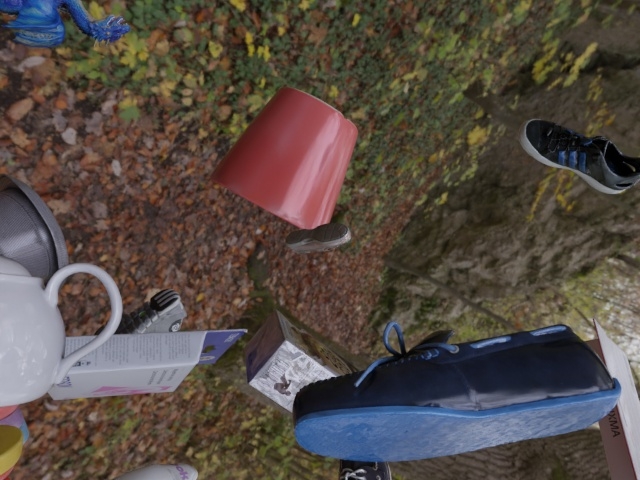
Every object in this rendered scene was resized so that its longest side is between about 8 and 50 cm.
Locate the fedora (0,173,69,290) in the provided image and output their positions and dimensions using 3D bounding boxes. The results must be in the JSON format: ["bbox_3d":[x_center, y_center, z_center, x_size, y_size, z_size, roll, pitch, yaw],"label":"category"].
[{"bbox_3d":[-0.595,0.005,0.910,0.124,0.275,0.244,-31,126,-46],"label":"fedora"}]

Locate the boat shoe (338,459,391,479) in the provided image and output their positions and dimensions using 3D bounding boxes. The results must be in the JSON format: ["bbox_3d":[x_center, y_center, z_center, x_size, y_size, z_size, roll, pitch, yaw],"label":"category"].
[{"bbox_3d":[0.060,0.349,0.682,0.206,0.075,0.065,-95,164,-51],"label":"boat shoe"}]

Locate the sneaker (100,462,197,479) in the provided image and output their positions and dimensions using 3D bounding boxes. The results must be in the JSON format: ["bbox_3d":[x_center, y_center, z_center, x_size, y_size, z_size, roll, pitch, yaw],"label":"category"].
[{"bbox_3d":[-0.150,0.361,0.441,0.152,0.114,0.306,3,84,-57],"label":"sneaker"}]

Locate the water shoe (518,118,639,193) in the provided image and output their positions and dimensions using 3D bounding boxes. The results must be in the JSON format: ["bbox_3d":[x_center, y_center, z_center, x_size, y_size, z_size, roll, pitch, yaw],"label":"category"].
[{"bbox_3d":[0.422,-0.150,0.782,0.073,0.203,0.080,-65,-178,-19],"label":"water shoe"}]

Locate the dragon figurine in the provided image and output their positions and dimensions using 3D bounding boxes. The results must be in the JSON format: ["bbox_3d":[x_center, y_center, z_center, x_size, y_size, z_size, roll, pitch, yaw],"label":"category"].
[{"bbox_3d":[-0.467,-0.367,0.784,0.085,0.289,0.144,-169,-116,-70],"label":"dragon figurine"}]

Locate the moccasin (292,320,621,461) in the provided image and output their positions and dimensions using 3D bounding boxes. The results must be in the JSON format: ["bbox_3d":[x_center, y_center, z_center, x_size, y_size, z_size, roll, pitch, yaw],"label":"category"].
[{"bbox_3d":[0.137,0.161,0.535,0.138,0.341,0.117,98,-13,-45],"label":"moccasin"}]

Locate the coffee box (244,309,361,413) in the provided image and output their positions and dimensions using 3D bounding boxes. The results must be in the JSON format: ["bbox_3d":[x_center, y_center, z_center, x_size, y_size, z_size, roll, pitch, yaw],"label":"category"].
[{"bbox_3d":[-0.007,0.298,1.026,0.119,0.297,0.168,-50,-163,3],"label":"coffee box"}]

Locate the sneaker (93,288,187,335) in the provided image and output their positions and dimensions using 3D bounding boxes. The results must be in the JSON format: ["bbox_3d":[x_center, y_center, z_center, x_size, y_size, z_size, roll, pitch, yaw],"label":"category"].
[{"bbox_3d":[-0.428,0.227,1.194,0.228,0.086,0.132,-31,137,-15],"label":"sneaker"}]

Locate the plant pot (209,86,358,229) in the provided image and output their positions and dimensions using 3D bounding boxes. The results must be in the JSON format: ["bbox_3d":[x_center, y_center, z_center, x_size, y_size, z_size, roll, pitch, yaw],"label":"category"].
[{"bbox_3d":[-0.059,-0.170,1.042,0.243,0.274,0.275,-62,171,0],"label":"plant pot"}]

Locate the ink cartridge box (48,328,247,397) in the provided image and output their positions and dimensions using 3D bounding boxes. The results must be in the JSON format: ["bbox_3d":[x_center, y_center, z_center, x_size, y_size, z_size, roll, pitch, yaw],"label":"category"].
[{"bbox_3d":[-0.332,0.239,0.913,0.324,0.329,0.072,132,-44,-58],"label":"ink cartridge box"}]

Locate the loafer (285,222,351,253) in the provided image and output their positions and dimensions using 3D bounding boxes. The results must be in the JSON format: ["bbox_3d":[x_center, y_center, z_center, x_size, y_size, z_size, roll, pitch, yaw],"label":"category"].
[{"bbox_3d":[0.000,0.000,0.823,0.039,0.125,0.045,55,42,-37],"label":"loafer"}]

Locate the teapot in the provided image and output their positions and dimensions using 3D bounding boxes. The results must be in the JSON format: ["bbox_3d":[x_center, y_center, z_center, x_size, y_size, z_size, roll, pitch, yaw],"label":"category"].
[{"bbox_3d":[-0.424,0.087,0.585,0.256,0.252,0.187,21,74,-56],"label":"teapot"}]

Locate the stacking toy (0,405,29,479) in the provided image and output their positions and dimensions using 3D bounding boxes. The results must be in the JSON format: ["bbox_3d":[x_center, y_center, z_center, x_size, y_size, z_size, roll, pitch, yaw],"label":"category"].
[{"bbox_3d":[-0.574,0.333,0.697,0.309,0.279,0.131,12,-74,62],"label":"stacking toy"}]

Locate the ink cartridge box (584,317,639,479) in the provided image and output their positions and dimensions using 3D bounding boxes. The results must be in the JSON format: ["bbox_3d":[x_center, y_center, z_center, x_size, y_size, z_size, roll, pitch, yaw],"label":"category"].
[{"bbox_3d":[0.572,0.333,0.946,0.261,0.066,0.297,33,47,-39],"label":"ink cartridge box"}]
